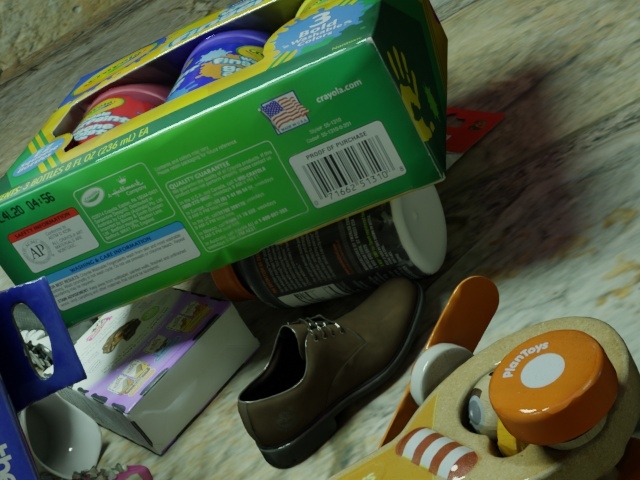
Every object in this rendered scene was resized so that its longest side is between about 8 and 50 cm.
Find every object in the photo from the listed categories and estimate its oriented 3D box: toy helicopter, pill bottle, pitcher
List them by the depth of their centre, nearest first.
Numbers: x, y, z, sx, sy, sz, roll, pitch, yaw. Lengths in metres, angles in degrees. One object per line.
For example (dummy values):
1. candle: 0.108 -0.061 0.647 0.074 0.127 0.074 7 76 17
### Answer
1. toy helicopter: 0.072 0.162 0.813 0.355 0.140 0.235 -30 26 9
2. pitcher: -0.365 0.203 1.128 0.207 0.178 0.125 -17 30 24
3. pill bottle: 0.000 0.000 1.138 0.246 0.130 0.130 -15 33 28

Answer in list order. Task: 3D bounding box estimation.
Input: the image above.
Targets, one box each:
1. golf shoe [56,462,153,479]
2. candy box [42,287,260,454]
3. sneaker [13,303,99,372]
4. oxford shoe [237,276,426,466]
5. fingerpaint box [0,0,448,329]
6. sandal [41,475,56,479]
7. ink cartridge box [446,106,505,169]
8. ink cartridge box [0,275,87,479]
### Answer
1. golf shoe: -0.266 0.309 0.951 0.306 0.140 0.115 -27 6 -41
2. candy box: -0.190 0.133 1.180 0.196 0.070 0.165 9 49 50
3. sneaker: -0.359 0.110 1.381 0.234 0.078 0.106 11 47 47
4. oxford shoe: 0.014 0.102 1.003 0.227 0.096 0.083 -44 29 -24
5. fingerpaint box: -0.097 -0.131 1.141 0.445 0.163 0.371 -21 25 19
6. sandal: -0.296 0.317 1.037 0.067 0.040 0.179 -16 46 37
7. ink cartridge box: 0.083 -0.111 1.314 0.232 0.066 0.189 -46 31 -16
8. ink cartridge box: -0.404 0.147 0.884 0.395 0.270 0.151 -22 3 -21
